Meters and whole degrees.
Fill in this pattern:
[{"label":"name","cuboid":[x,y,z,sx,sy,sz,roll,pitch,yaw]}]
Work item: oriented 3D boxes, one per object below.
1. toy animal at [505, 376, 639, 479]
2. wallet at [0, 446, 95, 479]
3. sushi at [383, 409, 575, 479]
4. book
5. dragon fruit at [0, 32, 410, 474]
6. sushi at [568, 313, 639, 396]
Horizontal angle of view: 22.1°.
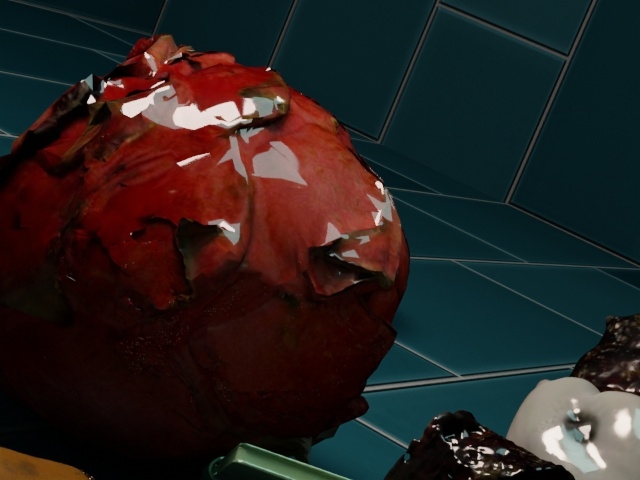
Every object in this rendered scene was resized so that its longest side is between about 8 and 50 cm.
[{"label":"toy animal","cuboid":[0.294,0.210,1.106,0.357,0.257,0.194,7,-13,-11]},{"label":"wallet","cuboid":[-0.165,0.160,0.848,0.195,0.042,0.161,19,16,-44]},{"label":"sushi","cuboid":[0.089,0.152,0.933,0.084,0.094,0.098,31,3,36]},{"label":"book","cuboid":[-0.024,0.159,1.026,0.103,0.017,0.135,20,-22,-9]},{"label":"dragon fruit","cuboid":[-0.089,0.010,1.110,0.302,0.295,0.295,24,10,-3]},{"label":"sushi","cuboid":[0.374,0.184,1.396,0.343,0.182,0.196,9,-40,30]}]
